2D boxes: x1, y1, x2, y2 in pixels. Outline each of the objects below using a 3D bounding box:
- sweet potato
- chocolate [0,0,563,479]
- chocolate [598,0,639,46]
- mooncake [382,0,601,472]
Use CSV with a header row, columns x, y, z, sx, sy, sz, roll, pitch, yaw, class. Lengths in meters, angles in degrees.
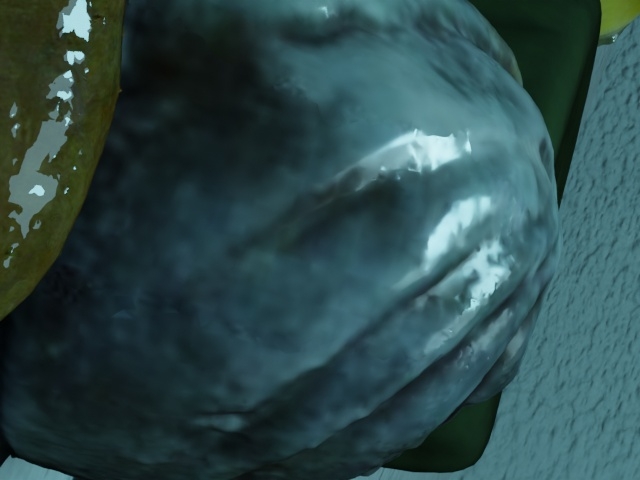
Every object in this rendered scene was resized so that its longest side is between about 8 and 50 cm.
x,y,z,sx,sy,sz,roll,pitch,yaw,class
-0.100,-0.095,0.498,0.097,0.097,0.292,46,62,-73,sweet potato
0.000,0.000,0.672,0.303,0.213,0.303,19,90,-83,chocolate
0.215,-0.355,1.247,0.445,0.162,0.162,68,42,-61,chocolate
0.063,-0.027,0.960,0.351,0.187,0.351,16,90,-77,mooncake
